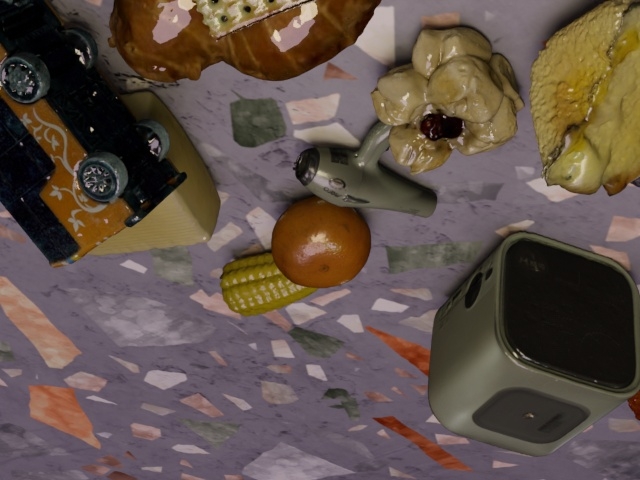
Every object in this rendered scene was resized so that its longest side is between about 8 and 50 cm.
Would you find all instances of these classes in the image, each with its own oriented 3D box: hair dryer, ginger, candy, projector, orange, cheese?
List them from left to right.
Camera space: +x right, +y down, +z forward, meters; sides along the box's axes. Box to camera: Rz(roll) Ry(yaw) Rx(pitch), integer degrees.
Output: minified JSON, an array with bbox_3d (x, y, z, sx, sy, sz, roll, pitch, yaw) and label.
[{"bbox_3d":[-0.313,-0.091,1.597,0.265,0.124,0.242,-6,143,21],"label":"cheese"},{"bbox_3d":[-0.075,-0.314,1.210,0.357,0.152,0.274,1,115,6],"label":"ginger"},{"bbox_3d":[-0.061,0.062,1.778,0.198,0.094,0.106,-14,150,27],"label":"candy"},{"bbox_3d":[0.000,0.000,1.653,0.156,0.124,0.156,-5,136,-5],"label":"orange"},{"bbox_3d":[0.108,-0.107,1.538,0.225,0.088,0.219,-33,136,25],"label":"hair dryer"},{"bbox_3d":[0.333,0.167,1.696,0.248,0.249,0.249,18,144,-11],"label":"projector"}]

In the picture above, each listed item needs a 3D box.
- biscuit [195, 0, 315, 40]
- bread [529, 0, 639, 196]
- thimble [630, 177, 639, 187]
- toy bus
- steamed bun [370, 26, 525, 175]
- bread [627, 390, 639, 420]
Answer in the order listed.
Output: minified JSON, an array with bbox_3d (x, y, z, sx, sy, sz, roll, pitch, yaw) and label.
[{"bbox_3d":[-0.096,-0.319,1.117,0.144,0.016,0.203,-20,111,16],"label":"biscuit"},{"bbox_3d":[0.336,-0.186,1.298,0.174,0.133,0.252,-3,123,-33],"label":"bread"},{"bbox_3d":[0.436,-0.118,1.412,0.104,0.095,0.066,31,148,36],"label":"thimble"},{"bbox_3d":[-0.349,-0.145,1.383,0.194,0.162,0.323,-32,102,30],"label":"toy bus"},{"bbox_3d":[0.158,-0.172,1.362,0.177,0.106,0.192,-19,131,16],"label":"steamed bun"},{"bbox_3d":[0.606,0.253,1.891,0.139,0.095,0.269,-9,138,12],"label":"bread"}]
